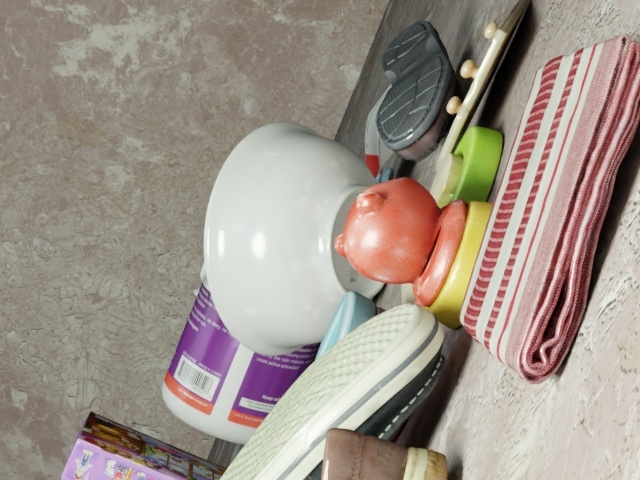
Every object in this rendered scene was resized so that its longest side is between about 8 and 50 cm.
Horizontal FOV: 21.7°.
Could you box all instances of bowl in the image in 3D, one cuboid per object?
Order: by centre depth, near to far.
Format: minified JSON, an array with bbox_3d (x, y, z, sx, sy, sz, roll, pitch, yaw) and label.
[{"bbox_3d":[0.000,0.000,2.061,0.298,0.134,0.297,-4,-85,-52],"label":"bowl"}]

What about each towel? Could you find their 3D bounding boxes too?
[{"bbox_3d":[0.169,-0.026,1.239,0.329,0.037,0.237,-126,55,-86],"label":"towel"}]

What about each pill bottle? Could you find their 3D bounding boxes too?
[{"bbox_3d":[-0.082,0.104,2.259,0.181,0.181,0.323,-96,27,-79],"label":"pill bottle"}]

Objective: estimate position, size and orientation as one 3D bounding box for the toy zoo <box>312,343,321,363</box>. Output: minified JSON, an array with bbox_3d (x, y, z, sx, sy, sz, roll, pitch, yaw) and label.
[{"bbox_3d":[-0.022,0.220,2.364,0.293,0.030,0.192,123,166,-67],"label":"toy zoo"}]

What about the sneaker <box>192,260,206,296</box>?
[{"bbox_3d":[-0.080,0.070,2.557,0.366,0.210,0.137,155,135,-83],"label":"sneaker"}]

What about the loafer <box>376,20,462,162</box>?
[{"bbox_3d":[0.136,-0.172,2.035,0.109,0.095,0.302,-35,23,20],"label":"loafer"}]

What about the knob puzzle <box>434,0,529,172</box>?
[{"bbox_3d":[0.155,-0.156,1.741,0.213,0.030,0.213,-63,-4,-9],"label":"knob puzzle"}]

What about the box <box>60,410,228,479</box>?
[{"bbox_3d":[-0.168,0.306,2.060,0.201,0.293,0.057,-133,67,-84],"label":"box"}]

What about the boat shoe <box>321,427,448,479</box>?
[{"bbox_3d":[-0.010,0.307,1.305,0.123,0.123,0.342,-87,17,-76],"label":"boat shoe"}]

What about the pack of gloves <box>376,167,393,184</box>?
[{"bbox_3d":[0.007,-0.028,2.408,0.195,0.046,0.232,-28,27,27],"label":"pack of gloves"}]

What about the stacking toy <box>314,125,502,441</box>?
[{"bbox_3d":[0.065,0.021,1.624,0.279,0.130,0.309,-76,8,-51],"label":"stacking toy"}]

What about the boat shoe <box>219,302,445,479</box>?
[{"bbox_3d":[-0.021,0.264,1.507,0.500,0.156,0.187,-55,5,21],"label":"boat shoe"}]

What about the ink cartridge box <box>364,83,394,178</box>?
[{"bbox_3d":[0.077,-0.140,2.304,0.224,0.056,0.181,-52,5,0],"label":"ink cartridge box"}]
